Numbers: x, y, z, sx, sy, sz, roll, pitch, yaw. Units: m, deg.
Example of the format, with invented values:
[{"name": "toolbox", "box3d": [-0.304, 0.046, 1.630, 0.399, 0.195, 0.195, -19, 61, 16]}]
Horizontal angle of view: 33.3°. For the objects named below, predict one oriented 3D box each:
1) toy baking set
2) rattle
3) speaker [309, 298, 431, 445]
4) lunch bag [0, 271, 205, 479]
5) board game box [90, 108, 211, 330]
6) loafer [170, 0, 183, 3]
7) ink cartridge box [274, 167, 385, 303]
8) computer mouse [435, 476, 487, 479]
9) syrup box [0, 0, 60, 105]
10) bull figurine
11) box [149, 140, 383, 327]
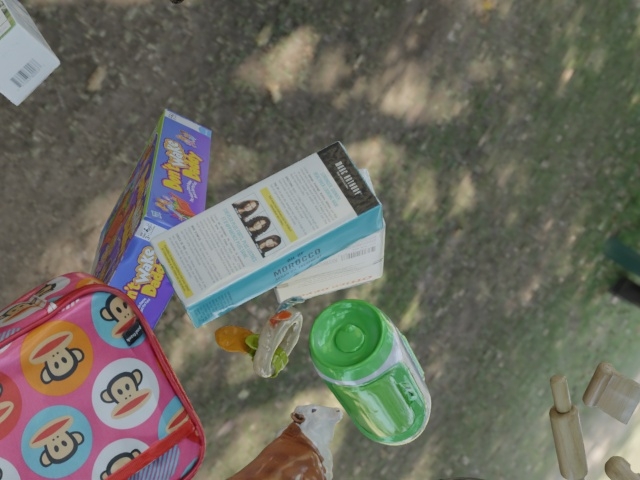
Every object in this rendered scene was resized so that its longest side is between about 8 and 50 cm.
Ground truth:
[{"name": "toy baking set", "box3d": [0.316, 0.238, 1.061, 0.030, 0.197, 0.256, -34, 125, -33]}, {"name": "rattle", "box3d": [-0.102, 0.128, 1.731, 0.130, 0.143, 0.199, -41, 158, -14]}, {"name": "speaker", "box3d": [0.077, 0.197, 1.555, 0.131, 0.131, 0.296, -47, 147, -11]}, {"name": "lunch bag", "box3d": [-0.259, 0.197, 0.961, 0.293, 0.120, 0.258, -33, 113, -23]}, {"name": "board game box", "box3d": [-0.238, -0.006, 1.462, 0.078, 0.347, 0.233, 25, 114, -16]}, {"name": "loafer", "box3d": [-0.173, -0.376, 1.446, 0.080, 0.220, 0.078, -36, 120, 24]}, {"name": "ink cartridge box", "box3d": [0.000, 0.000, 1.810, 0.197, 0.114, 0.273, -15, 160, -3]}, {"name": "computer mouse", "box3d": [0.165, 0.263, 0.945, 0.188, 0.272, 0.072, -7, 100, -35]}, {"name": "syrup box", "box3d": [-0.483, -0.310, 1.607, 0.093, 0.237, 0.096, -43, 133, 3]}, {"name": "bull figurine", "box3d": [-0.057, 0.393, 1.694, 0.310, 0.188, 0.101, -34, 151, -27]}, {"name": "box", "box3d": [-0.059, -0.007, 1.203, 0.244, 0.100, 0.060, -28, 154, -8]}]
